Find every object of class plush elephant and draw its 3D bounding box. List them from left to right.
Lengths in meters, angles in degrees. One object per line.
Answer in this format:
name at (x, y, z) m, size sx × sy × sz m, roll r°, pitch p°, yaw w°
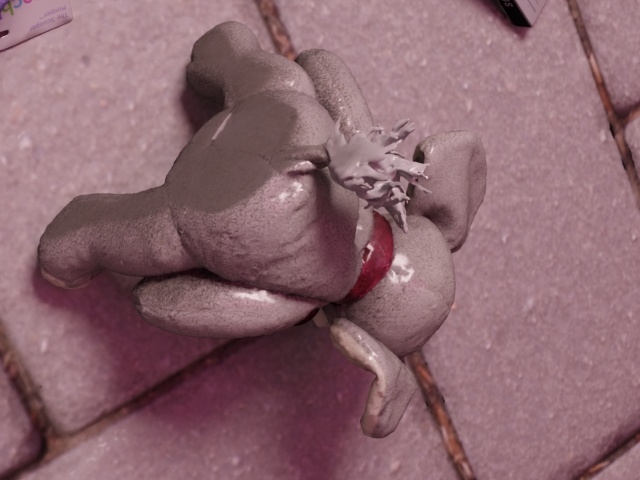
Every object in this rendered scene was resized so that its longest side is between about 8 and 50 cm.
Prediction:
plush elephant at (0.000, 0.000, 0.807) m, size 0.255 × 0.330 × 0.272 m, roll 50°, pitch 63°, yaw -39°

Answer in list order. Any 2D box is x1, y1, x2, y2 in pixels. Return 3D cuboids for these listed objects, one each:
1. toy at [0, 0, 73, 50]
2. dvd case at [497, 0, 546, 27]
toy at (-0.245, -0.218, 0.699) m, size 0.136 × 0.056 × 0.237 m, roll -28°, pitch 142°, yaw -23°
dvd case at (0.215, -0.360, 0.986) m, size 0.179 × 0.029 × 0.239 m, roll 41°, pitch 74°, yaw -43°
